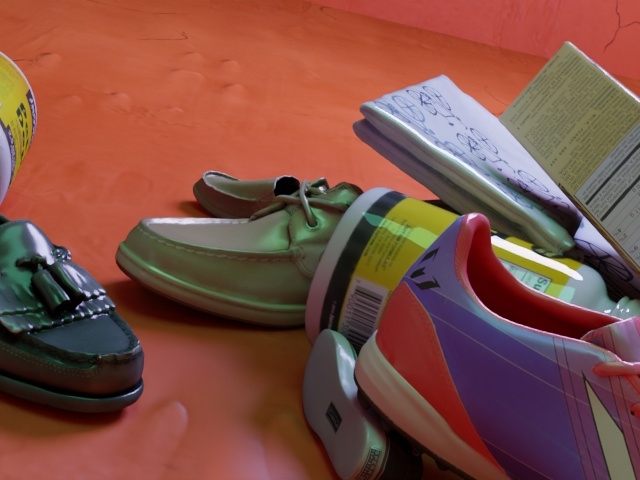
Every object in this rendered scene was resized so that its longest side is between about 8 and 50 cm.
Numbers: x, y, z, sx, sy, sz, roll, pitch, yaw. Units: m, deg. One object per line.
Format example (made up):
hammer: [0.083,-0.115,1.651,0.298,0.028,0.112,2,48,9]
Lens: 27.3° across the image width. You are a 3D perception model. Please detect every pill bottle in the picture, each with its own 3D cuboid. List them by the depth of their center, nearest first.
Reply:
pill bottle: [0.106,0.055,0.824,0.208,0.119,0.119,23,19,19]
pill bottle: [-0.273,-0.081,0.966,0.117,0.117,0.215,11,17,-9]

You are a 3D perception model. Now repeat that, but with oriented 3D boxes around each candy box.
candy box: [0.258,-0.007,0.898,0.183,0.087,0.316,34,14,-26]

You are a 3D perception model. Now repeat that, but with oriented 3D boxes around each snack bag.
snack bag: [0.196,-0.012,1.021,0.342,0.037,0.323,38,17,7]

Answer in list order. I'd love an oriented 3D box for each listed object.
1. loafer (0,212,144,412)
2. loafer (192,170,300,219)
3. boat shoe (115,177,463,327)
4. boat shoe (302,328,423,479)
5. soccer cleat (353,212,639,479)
loafer: [-0.205,0.013,0.774,0.267,0.084,0.096,25,20,33]
loafer: [-0.042,-0.034,1.112,0.148,0.050,0.056,22,19,25]
boat shoe: [0.000,0.000,0.952,0.302,0.098,0.109,5,20,-29]
boat shoe: [0.022,0.099,0.755,0.040,0.049,0.142,19,19,-19]
soccer cleat: [0.165,0.108,0.664,0.318,0.116,0.108,33,20,21]
